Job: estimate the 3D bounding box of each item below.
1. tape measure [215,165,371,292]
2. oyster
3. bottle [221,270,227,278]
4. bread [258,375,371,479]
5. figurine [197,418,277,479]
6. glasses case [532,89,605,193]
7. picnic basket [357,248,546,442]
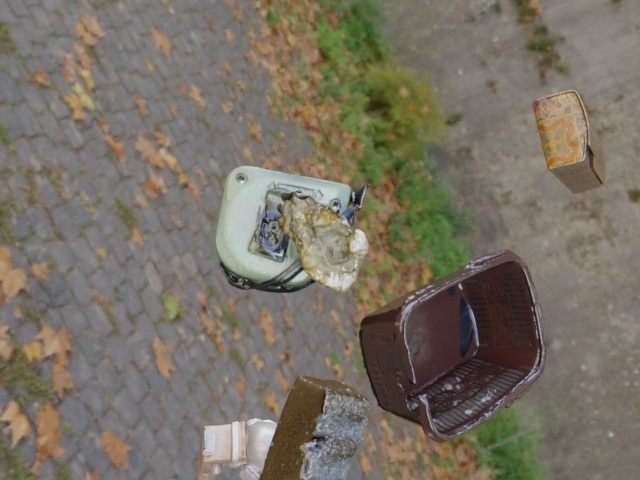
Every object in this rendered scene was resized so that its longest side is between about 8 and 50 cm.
[{"bbox_3d":[-0.050,-0.011,1.343,0.115,0.235,0.207,112,-12,-80],"label":"tape measure"},{"bbox_3d":[0.000,0.000,1.154,0.081,0.191,0.163,-38,98,-30],"label":"oyster"},{"bbox_3d":[-0.134,0.035,1.522,0.047,0.101,0.063,44,18,-18],"label":"bottle"},{"bbox_3d":[-0.038,0.459,1.515,0.165,0.113,0.416,20,90,-54],"label":"bread"},{"bbox_3d":[-0.158,0.475,1.853,0.162,0.237,0.141,-102,-167,-48],"label":"figurine"},{"bbox_3d":[0.283,-0.105,0.920,0.218,0.049,0.075,9,68,-66],"label":"glasses case"},{"bbox_3d":[0.188,0.147,1.195,0.297,0.129,0.222,-22,99,-39],"label":"picnic basket"}]
